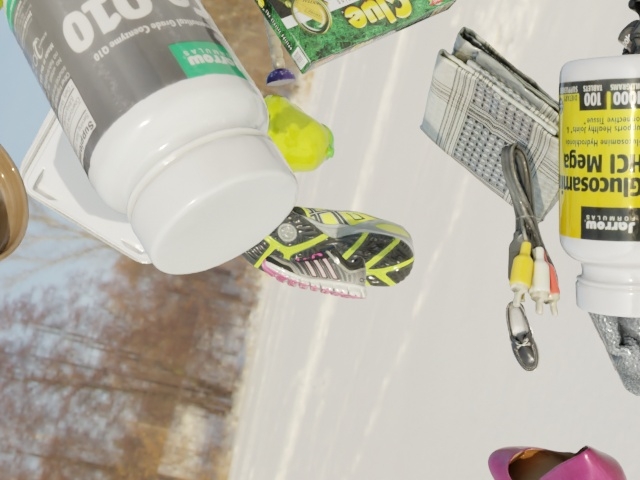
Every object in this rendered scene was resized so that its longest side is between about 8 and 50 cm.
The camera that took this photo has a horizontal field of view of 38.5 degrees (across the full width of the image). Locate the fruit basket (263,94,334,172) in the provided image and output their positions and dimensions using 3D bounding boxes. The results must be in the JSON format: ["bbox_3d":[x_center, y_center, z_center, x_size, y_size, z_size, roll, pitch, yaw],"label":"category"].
[{"bbox_3d":[-0.167,-0.248,1.941,0.392,0.391,0.283,125,128,-80],"label":"fruit basket"}]

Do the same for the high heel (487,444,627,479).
[{"bbox_3d":[0.397,0.385,1.613,0.127,0.181,0.377,-39,19,-23],"label":"high heel"}]

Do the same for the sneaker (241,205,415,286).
[{"bbox_3d":[0.000,0.000,1.856,0.147,0.384,0.145,-68,-9,-66],"label":"sneaker"}]

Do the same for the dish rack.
[{"bbox_3d":[-0.384,-0.118,1.715,0.286,0.332,0.072,-53,12,22],"label":"dish rack"}]

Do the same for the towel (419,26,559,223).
[{"bbox_3d":[0.317,-0.190,1.632,0.056,0.312,0.324,-41,-16,-21],"label":"towel"}]

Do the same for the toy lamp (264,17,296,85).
[{"bbox_3d":[-0.114,-0.493,2.080,0.080,0.080,0.275,173,89,-86],"label":"toy lamp"}]

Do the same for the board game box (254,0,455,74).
[{"bbox_3d":[0.040,-0.301,1.100,0.259,0.136,0.030,-31,-2,-34],"label":"board game box"}]

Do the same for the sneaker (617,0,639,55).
[{"bbox_3d":[0.508,-0.262,1.352,0.097,0.135,0.276,66,-154,-76],"label":"sneaker"}]

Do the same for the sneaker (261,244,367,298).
[{"bbox_3d":[-0.004,0.039,1.414,0.063,0.170,0.075,127,156,-78],"label":"sneaker"}]

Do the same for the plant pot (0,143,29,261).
[{"bbox_3d":[-0.543,-0.058,1.299,0.109,0.237,0.237,-22,37,27],"label":"plant pot"}]

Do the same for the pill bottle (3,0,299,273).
[{"bbox_3d":[-0.183,-0.156,0.992,0.361,0.204,0.204,57,156,20],"label":"pill bottle"}]

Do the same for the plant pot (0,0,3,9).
[{"bbox_3d":[-0.518,-0.299,1.021,0.227,0.228,0.207,-53,-37,4],"label":"plant pot"}]

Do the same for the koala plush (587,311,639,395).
[{"bbox_3d":[0.543,0.114,1.421,0.203,0.221,0.196,68,-169,8],"label":"koala plush"}]

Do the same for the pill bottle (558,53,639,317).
[{"bbox_3d":[0.414,-0.074,1.223,0.188,0.187,0.334,-109,17,-83],"label":"pill bottle"}]

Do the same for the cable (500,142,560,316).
[{"bbox_3d":[0.349,-0.015,1.481,0.072,0.139,0.288,-12,68,47],"label":"cable"}]

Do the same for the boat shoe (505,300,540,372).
[{"bbox_3d":[0.347,0.165,1.578,0.038,0.046,0.125,29,-130,-67],"label":"boat shoe"}]
